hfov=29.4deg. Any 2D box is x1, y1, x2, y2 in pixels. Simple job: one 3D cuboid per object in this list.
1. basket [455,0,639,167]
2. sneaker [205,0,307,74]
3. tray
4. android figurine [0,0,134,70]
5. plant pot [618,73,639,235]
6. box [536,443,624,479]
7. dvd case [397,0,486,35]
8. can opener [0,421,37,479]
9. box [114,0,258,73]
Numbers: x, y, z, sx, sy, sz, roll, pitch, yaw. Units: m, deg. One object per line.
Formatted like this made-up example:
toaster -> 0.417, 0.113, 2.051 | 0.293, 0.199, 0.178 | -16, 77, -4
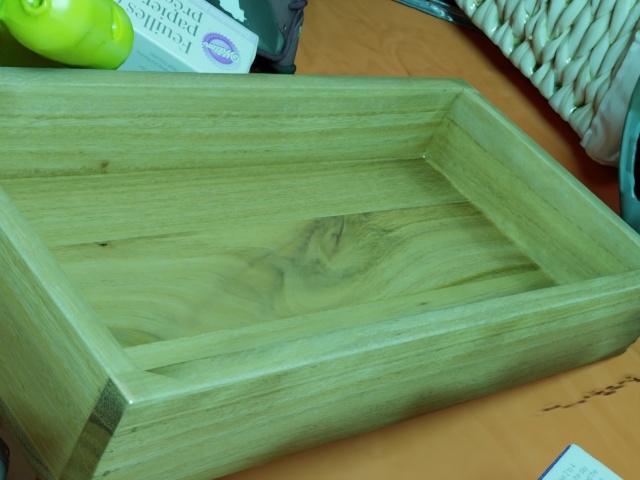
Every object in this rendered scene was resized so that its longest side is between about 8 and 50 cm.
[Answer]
basket -> 0.305, -0.273, 0.923 | 0.328, 0.331, 0.266 | -13, 52, -36
sneaker -> -0.013, -0.199, 0.872 | 0.281, 0.106, 0.162 | -15, 94, -28
tray -> 0.000, 0.000, 0.631 | 0.411, 0.076, 0.203 | -6, 44, -47
android figurine -> -0.222, -0.110, 0.586 | 0.248, 0.056, 0.273 | 0, -3, 4
plant pot -> 0.387, -0.043, 0.731 | 0.334, 0.341, 0.341 | -11, 48, -23
box -> 0.123, 0.182, 0.536 | 0.137, 0.072, 0.126 | 38, 43, 19
dvd case -> 0.101, -0.261, 1.077 | 0.164, 0.018, 0.221 | 21, 39, 0
can opener -> -0.160, 0.117, 0.507 | 0.093, 0.074, 0.280 | -13, 37, 12
box -> -0.189, -0.171, 0.720 | 0.324, 0.067, 0.063 | 31, 45, -21
